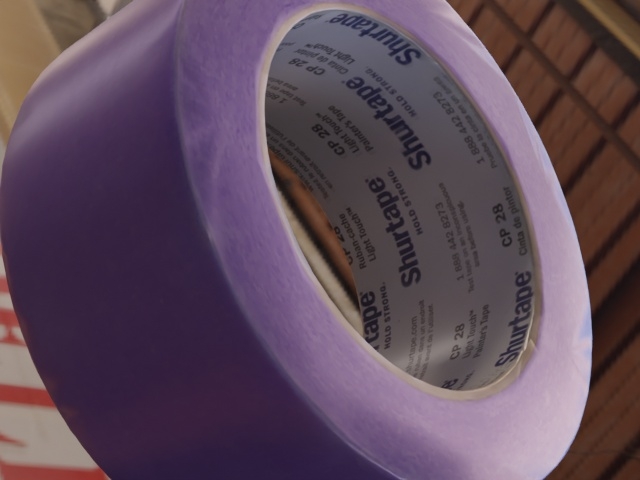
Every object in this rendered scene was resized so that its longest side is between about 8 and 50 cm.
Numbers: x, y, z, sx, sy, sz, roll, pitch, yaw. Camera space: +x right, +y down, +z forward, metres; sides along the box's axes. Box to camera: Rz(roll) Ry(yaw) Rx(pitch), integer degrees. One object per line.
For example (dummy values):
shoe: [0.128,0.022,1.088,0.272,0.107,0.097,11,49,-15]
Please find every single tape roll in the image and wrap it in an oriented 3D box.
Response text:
tape roll: [0.000,0.000,0.414,0.080,0.189,0.189,-27,-119,37]
